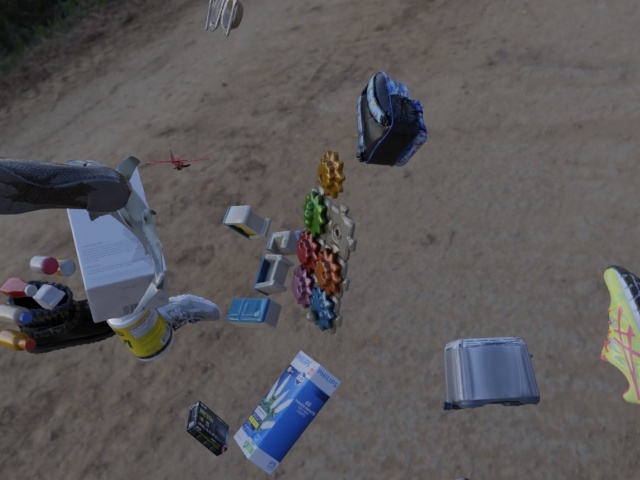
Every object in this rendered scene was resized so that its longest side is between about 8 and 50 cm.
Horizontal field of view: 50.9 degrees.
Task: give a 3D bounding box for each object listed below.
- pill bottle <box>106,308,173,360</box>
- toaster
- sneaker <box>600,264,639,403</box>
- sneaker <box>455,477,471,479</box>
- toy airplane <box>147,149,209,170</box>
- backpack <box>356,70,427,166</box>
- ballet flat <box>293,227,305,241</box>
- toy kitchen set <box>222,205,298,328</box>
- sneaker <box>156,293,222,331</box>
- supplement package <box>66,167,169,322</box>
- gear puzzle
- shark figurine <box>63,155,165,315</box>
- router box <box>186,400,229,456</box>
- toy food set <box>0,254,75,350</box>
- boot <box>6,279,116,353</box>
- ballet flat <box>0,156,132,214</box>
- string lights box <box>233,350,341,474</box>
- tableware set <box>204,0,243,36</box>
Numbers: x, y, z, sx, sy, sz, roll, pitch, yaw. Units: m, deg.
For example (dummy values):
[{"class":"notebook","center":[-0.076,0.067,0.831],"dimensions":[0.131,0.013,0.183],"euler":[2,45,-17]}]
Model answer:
[{"class":"pill bottle","center":[-0.474,0.204,1.723],"dimensions":[0.119,0.209,0.119],"euler":[-14,41,12]},{"class":"toaster","center":[0.360,0.291,1.467],"dimensions":[0.226,0.129,0.147],"euler":[-1,73,-9]},{"class":"sneaker","center":[0.438,0.139,0.961],"dimensions":[0.094,0.209,0.081],"euler":[-26,-17,40]},{"class":"sneaker","center":[0.329,0.474,1.212],"dimensions":[0.083,0.084,0.215],"euler":[-52,28,-16]},{"class":"toy airplane","center":[-0.335,-0.184,1.574],"dimensions":[0.151,0.028,0.151],"euler":[-3,-5,0]},{"class":"backpack","center":[0.144,-0.263,1.433],"dimensions":[0.116,0.158,0.173],"euler":[6,58,-21]},{"class":"ballet flat","center":[-0.021,-0.018,1.665],"dimensions":[0.041,0.041,0.114],"euler":[19,31,40]},{"class":"toy kitchen set","center":[-0.160,0.056,1.395],"dimensions":[0.122,0.166,0.207],"euler":[-6,60,45]},{"class":"sneaker","center":[-0.420,0.224,1.911],"dimensions":[0.281,0.105,0.115],"euler":[-1,62,3]},{"class":"supplement package","center":[-0.470,0.007,1.545],"dimensions":[0.177,0.175,0.293],"euler":[-13,63,-18]},{"class":"gear puzzle","center":[0.000,0.000,1.227],"dimensions":[0.044,0.339,0.175],"euler":[-6,30,-28]},{"class":"shark figurine","center":[-0.342,-0.027,1.147],"dimensions":[0.116,0.278,0.166],"euler":[-19,23,21]},{"class":"router box","center":[-0.293,0.491,1.757],"dimensions":[0.038,0.122,0.092],"euler":[-36,24,12]},{"class":"toy food set","center":[-0.607,0.121,1.448],"dimensions":[0.104,0.111,0.232],"euler":[5,49,37]},{"class":"boot","center":[-0.719,0.200,1.967],"dimensions":[0.347,0.260,0.131],"euler":[-19,59,-28]},{"class":"ballet flat","center":[-0.391,-0.081,0.934],"dimensions":[0.249,0.084,0.058],"euler":[1,37,-14]},{"class":"string lights box","center":[-0.079,0.396,1.565],"dimensions":[0.260,0.076,0.133],"euler":[-52,21,-10]},{"class":"tableware set","center":[-0.116,-0.337,0.870],"dimensions":[0.020,0.141,0.168],"euler":[9,15,-30]}]
